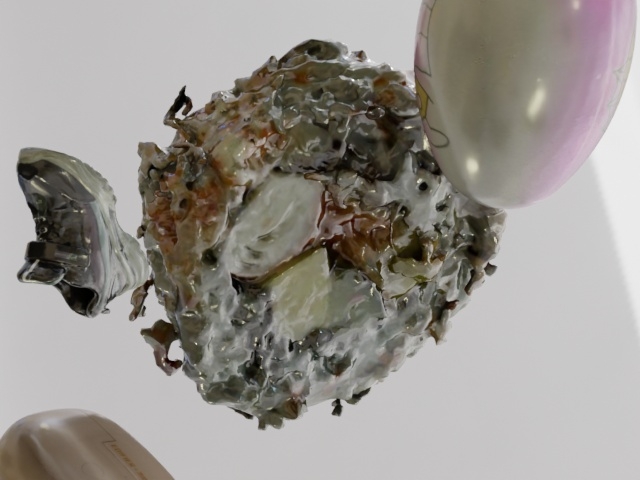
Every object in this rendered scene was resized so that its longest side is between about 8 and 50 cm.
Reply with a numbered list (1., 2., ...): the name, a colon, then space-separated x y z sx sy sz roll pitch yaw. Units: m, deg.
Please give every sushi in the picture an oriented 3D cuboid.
1. sushi: -0.002 0.004 1.947 0.417 0.417 0.176 -57 -140 8

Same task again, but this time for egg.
1. egg: 0.172 -0.161 1.729 0.196 0.196 0.271 59 -42 47

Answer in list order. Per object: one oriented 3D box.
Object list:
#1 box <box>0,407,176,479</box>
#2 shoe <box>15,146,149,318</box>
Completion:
1. box: -0.185 0.220 1.653 0.200 0.146 0.088 43 -66 27
2. shoe: -0.213 0.004 1.639 0.071 0.169 0.099 5 -132 40
